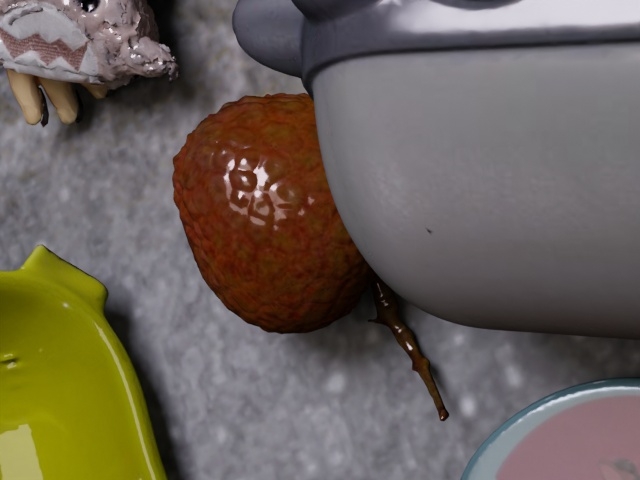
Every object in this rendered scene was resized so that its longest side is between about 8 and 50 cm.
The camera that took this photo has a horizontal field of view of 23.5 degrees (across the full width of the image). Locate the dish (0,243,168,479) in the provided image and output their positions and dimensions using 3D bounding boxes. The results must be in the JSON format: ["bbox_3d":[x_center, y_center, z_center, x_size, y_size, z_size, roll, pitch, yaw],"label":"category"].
[{"bbox_3d":[-0.180,0.142,0.723,0.108,0.221,0.262,143,118,-61],"label":"dish"}]

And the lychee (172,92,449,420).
[{"bbox_3d":[-0.006,-0.002,0.682,0.101,0.140,0.114,-10,43,29],"label":"lychee"}]

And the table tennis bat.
[{"bbox_3d":[0.091,0.145,0.654,0.244,0.040,0.153,-17,79,19],"label":"table tennis bat"}]

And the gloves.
[{"bbox_3d":[-0.118,-0.134,0.750,0.110,0.094,0.144,-2,77,15],"label":"gloves"}]

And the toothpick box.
[{"bbox_3d":[0.129,-0.066,0.542,0.316,0.229,0.229,1,86,27],"label":"toothpick box"}]
